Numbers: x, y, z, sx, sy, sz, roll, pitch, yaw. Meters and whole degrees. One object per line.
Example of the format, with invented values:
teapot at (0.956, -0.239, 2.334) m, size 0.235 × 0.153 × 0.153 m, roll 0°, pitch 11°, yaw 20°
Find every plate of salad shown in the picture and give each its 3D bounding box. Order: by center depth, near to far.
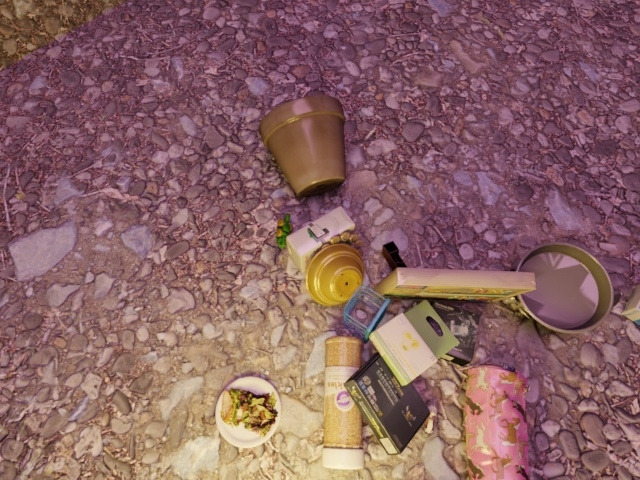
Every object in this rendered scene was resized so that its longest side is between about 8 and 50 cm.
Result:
plate of salad at (-0.218, 0.512, 1.218) m, size 0.199 × 0.048 × 0.200 m, roll 0°, pitch 64°, yaw 0°

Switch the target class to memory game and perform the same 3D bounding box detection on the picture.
memory game at (0.067, 0.052, 1.365) m, size 0.186 × 0.186 × 0.012 m, roll -30°, pitch 42°, yaw -14°

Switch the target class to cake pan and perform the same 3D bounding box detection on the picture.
cake pan at (0.762, 0.149, 1.287) m, size 0.292 × 0.054 × 0.294 m, roll -1°, pitch 70°, yaw 4°

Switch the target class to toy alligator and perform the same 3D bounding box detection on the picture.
toy alligator at (-0.141, -0.011, 1.461) m, size 0.051 × 0.056 × 0.190 m, roll -15°, pitch 59°, yaw 40°

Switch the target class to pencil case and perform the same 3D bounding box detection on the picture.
pencil case at (0.505, 0.553, 1.147) m, size 0.159 × 0.167 × 0.387 m, roll 23°, pitch 63°, yaw -26°

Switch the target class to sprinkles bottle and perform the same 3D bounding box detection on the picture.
sprinkles bottle at (0.067, 0.471, 1.199) m, size 0.121 × 0.121 × 0.356 m, roll 1°, pitch 65°, yaw 0°

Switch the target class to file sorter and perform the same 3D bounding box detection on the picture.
file sorter at (0.138, 0.233, 1.283) m, size 0.104 × 0.170 × 0.118 m, roll 31°, pitch 69°, yaw 16°

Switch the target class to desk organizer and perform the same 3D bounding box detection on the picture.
desk organizer at (0.263, 0.068, 1.408) m, size 0.047 × 0.050 × 0.130 m, roll -21°, pitch 54°, yaw -10°

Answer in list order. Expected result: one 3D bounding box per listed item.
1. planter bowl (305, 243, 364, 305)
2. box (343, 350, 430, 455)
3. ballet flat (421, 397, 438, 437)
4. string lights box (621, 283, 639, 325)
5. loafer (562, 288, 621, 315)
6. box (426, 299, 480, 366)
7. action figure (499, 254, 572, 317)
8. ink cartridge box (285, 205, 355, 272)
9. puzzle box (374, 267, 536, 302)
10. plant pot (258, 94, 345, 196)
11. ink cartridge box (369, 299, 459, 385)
planter bowl at (0.068, 0.126, 1.305) m, size 0.216 × 0.090 × 0.218 m, roll -6°, pitch 106°, yaw -22°
box at (0.196, 0.457, 1.170) m, size 0.183 × 0.059 × 0.233 m, roll -26°, pitch 81°, yaw -44°
ballet flat at (0.332, 0.533, 1.217) m, size 0.041 × 0.041 × 0.115 m, roll 18°, pitch 66°, yaw 8°
string lights box at (1.157, 0.263, 1.326) m, size 0.259 × 0.077 × 0.133 m, roll 37°, pitch 71°, yaw 15°
loafer at (0.867, 0.217, 1.351) m, size 0.250 × 0.095 × 0.087 m, roll -20°, pitch 33°, yaw -8°
box at (0.408, 0.295, 1.298) m, size 0.155 × 0.093 × 0.159 m, roll 18°, pitch 65°, yaw 8°
action figure at (0.727, 0.156, 1.367) m, size 0.284 × 0.099 × 0.186 m, roll -24°, pitch 75°, yaw -7°
ink cartridge box at (0.000, 0.000, 1.394) m, size 0.219 × 0.160 × 0.093 m, roll -31°, pitch 69°, yaw -13°
puzzle box at (0.395, 0.144, 1.247) m, size 0.407 × 0.272 × 0.052 m, roll 2°, pitch 72°, yaw -5°
plant pot at (-0.034, -0.324, 1.490) m, size 0.322 × 0.323 × 0.281 m, roll -17°, pitch 83°, yaw -8°
ink cartridge box at (0.286, 0.291, 1.204) m, size 0.234 × 0.056 × 0.171 m, roll -29°, pitch 69°, yaw -18°
